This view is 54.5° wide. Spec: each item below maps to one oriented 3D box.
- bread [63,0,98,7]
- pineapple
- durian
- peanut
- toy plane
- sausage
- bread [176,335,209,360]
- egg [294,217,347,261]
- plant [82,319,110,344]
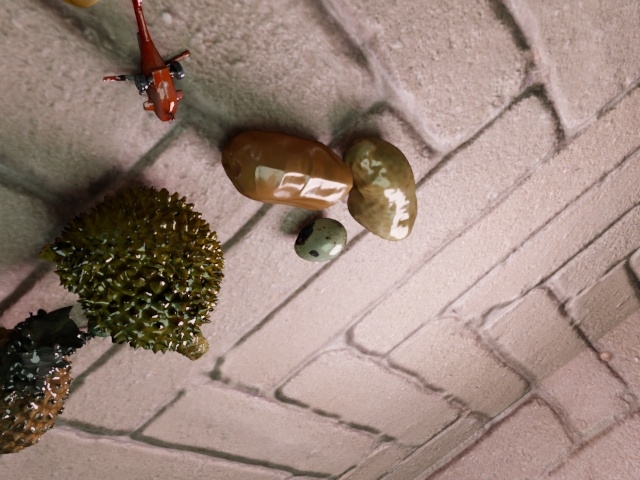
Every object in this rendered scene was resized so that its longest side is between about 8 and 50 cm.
[{"bbox_3d":[-0.316,-0.381,0.629,0.142,0.091,0.305,-46,139,5],"label":"bread"},{"bbox_3d":[-0.481,0.218,0.999,0.202,0.202,0.362,8,149,-38],"label":"pineapple"},{"bbox_3d":[-0.280,0.044,0.989,0.258,0.258,0.293,-32,129,0],"label":"durian"},{"bbox_3d":[0.114,-0.097,1.180,0.137,0.122,0.253,-19,137,-4],"label":"peanut"},{"bbox_3d":[-0.223,-0.255,0.842,0.126,0.077,0.194,-10,127,-37],"label":"toy plane"},{"bbox_3d":[-0.051,-0.117,1.048,0.241,0.136,0.120,4,122,-41],"label":"sausage"},{"bbox_3d":[-0.281,0.202,1.281,0.066,0.060,0.110,-6,144,17],"label":"bread"},{"bbox_3d":[0.000,0.000,1.234,0.110,0.085,0.085,-16,140,1],"label":"egg"},{"bbox_3d":[-0.417,0.164,1.163,0.102,0.051,0.051,-39,142,29],"label":"plant"}]
